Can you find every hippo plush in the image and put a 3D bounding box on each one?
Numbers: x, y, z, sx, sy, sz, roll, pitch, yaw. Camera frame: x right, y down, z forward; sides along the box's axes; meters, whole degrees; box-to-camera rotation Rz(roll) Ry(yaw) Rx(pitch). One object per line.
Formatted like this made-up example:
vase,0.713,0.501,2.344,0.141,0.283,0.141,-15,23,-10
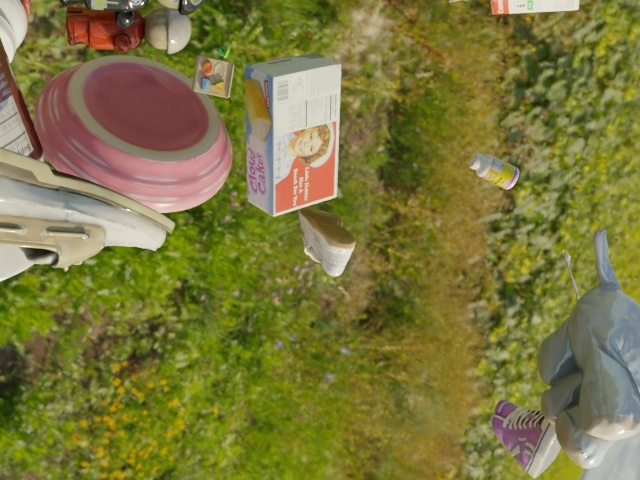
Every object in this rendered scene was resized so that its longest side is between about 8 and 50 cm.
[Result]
hippo plush,0.448,0.169,1.044,0.234,0.237,0.294,106,-10,-72

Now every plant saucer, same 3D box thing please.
plant saucer,-0.298,-0.196,1.266,0.332,0.332,0.084,-38,166,-46

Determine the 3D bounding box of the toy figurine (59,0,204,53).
toy figurine,-0.209,-0.322,0.835,0.213,0.148,0.209,158,-71,-74

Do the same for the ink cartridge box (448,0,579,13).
ink cartridge box,0.178,-0.242,0.696,0.029,0.115,0.062,41,52,-69

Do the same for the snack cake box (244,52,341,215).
snack cake box,-0.049,-0.192,1.379,0.152,0.089,0.264,-20,125,-35

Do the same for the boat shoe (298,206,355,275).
boat shoe,0.000,0.000,1.616,0.277,0.098,0.096,-119,-140,-70

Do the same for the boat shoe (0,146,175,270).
boat shoe,-0.288,-0.024,0.816,0.302,0.113,0.103,23,86,-53

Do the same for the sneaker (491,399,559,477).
sneaker,0.437,0.389,1.605,0.102,0.161,0.282,-30,150,-24

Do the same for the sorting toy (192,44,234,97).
sorting toy,-0.168,-0.270,1.195,0.012,0.062,0.083,-78,180,-69

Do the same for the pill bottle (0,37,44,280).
pill bottle,-0.465,-0.148,0.896,0.224,0.224,0.392,-41,131,-43

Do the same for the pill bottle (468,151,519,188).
pill bottle,0.304,-0.125,1.337,0.043,0.083,0.043,-60,-166,25

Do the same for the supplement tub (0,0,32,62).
supplement tub,-0.618,-0.450,1.364,0.191,0.191,0.272,69,15,-57
